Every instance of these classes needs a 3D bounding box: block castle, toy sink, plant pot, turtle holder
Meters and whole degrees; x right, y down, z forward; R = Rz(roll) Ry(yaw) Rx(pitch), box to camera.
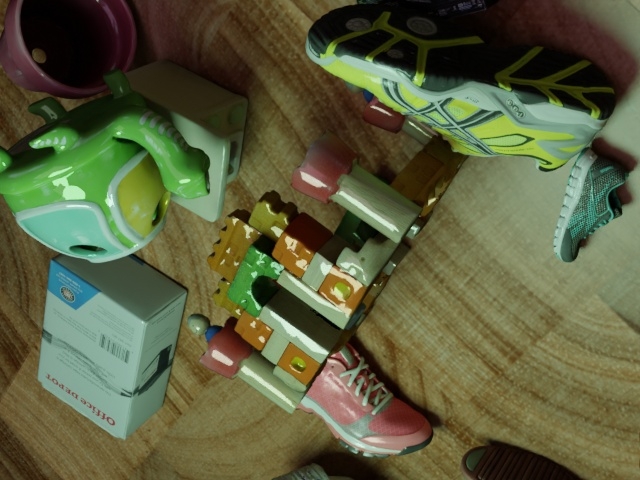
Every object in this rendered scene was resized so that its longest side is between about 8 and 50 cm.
[{"bbox_3d":[0.000,0.000,1.543,0.213,0.303,0.453,35,130,6],"label":"block castle"},{"bbox_3d":[-0.200,-0.159,1.708,0.234,0.131,0.152,29,128,26],"label":"toy sink"},{"bbox_3d":[-0.419,-0.315,1.747,0.180,0.201,0.201,-8,111,54],"label":"plant pot"},{"bbox_3d":[-0.307,-0.104,1.600,0.320,0.243,0.227,-24,113,11],"label":"turtle holder"}]

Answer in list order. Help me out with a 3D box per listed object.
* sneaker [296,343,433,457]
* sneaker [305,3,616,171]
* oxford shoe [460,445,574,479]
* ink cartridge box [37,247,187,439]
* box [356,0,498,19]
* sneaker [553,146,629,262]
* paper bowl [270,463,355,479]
[{"bbox_3d":[0.040,0.235,1.768,0.314,0.116,0.136,25,125,22],"label":"sneaker"},{"bbox_3d":[0.161,-0.177,1.368,0.385,0.145,0.147,18,135,-1],"label":"sneaker"},{"bbox_3d":[0.358,0.434,1.652,0.348,0.123,0.130,29,133,21],"label":"oxford shoe"},{"bbox_3d":[-0.388,0.178,2.029,0.223,0.129,0.307,31,129,18],"label":"ink cartridge box"},{"bbox_3d":[0.128,-0.352,1.401,0.180,0.077,0.147,-9,110,38],"label":"box"},{"bbox_3d":[0.352,-0.036,1.434,0.076,0.065,0.166,21,127,19],"label":"sneaker"},{"bbox_3d":[0.025,0.515,1.863,0.284,0.148,0.284,162,90,-76],"label":"paper bowl"}]
